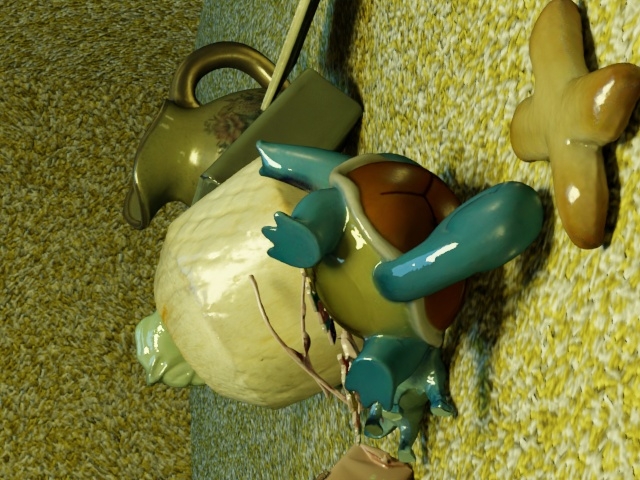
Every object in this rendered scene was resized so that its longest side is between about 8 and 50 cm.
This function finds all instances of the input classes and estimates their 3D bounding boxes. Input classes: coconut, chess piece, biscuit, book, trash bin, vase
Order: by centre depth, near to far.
[{"bbox_3d":[0.214,-0.105,1.427,0.208,0.047,0.164,-109,25,-63],"label":"biscuit"},{"bbox_3d":[-0.031,0.048,2.052,0.329,0.329,0.329,-176,90,-79],"label":"coconut"},{"bbox_3d":[-0.112,0.124,2.334,0.176,0.298,0.176,-178,90,-79],"label":"chess piece"},{"bbox_3d":[-0.061,-0.105,2.342,0.240,0.122,0.164,-51,-5,-27],"label":"trash bin"},{"bbox_3d":[-0.023,-0.328,2.443,0.322,0.018,0.228,-72,3,-70],"label":"book"},{"bbox_3d":[-0.146,-0.162,2.593,0.241,0.302,0.329,117,156,-65],"label":"vase"}]

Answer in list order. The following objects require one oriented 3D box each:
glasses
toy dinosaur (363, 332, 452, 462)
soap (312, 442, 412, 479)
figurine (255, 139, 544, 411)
[{"bbox_3d":[-0.010,0.102,1.839,0.162,0.095,0.255,-111,1,-79],"label":"glasses"},{"bbox_3d":[0.095,0.168,1.850,0.144,0.076,0.329,-83,10,-47],"label":"toy dinosaur"},{"bbox_3d":[0.006,0.363,1.879,0.273,0.098,0.218,-40,-33,-56],"label":"soap"},{"bbox_3d":[0.058,0.006,1.676,0.298,0.243,0.416,52,172,-12],"label":"figurine"}]
